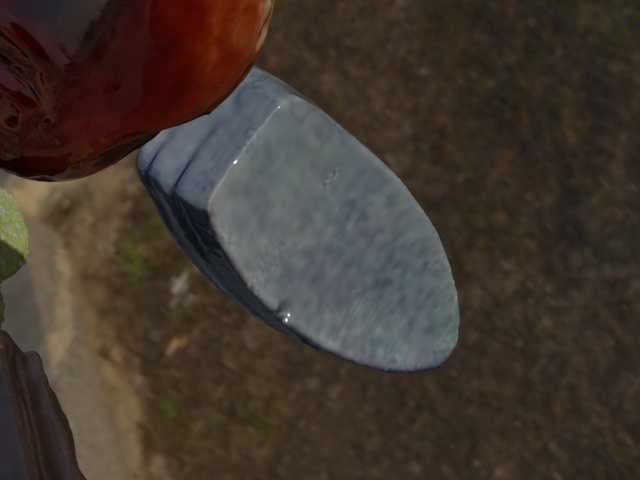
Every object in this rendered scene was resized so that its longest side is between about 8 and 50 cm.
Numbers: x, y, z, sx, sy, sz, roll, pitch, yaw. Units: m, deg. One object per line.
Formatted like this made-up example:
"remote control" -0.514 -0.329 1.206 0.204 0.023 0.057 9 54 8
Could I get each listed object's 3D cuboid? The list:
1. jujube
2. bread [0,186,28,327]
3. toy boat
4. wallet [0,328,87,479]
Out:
"jujube" -0.116 -0.142 0.725 0.168 0.236 0.168 -24 9 4
"bread" -0.326 -0.053 1.434 0.056 0.286 0.207 -34 13 37
"toy boat" 0.000 0.000 1.168 0.078 0.283 0.127 24 76 44
"wallet" -0.201 0.172 0.887 0.229 0.049 0.182 -41 42 15
